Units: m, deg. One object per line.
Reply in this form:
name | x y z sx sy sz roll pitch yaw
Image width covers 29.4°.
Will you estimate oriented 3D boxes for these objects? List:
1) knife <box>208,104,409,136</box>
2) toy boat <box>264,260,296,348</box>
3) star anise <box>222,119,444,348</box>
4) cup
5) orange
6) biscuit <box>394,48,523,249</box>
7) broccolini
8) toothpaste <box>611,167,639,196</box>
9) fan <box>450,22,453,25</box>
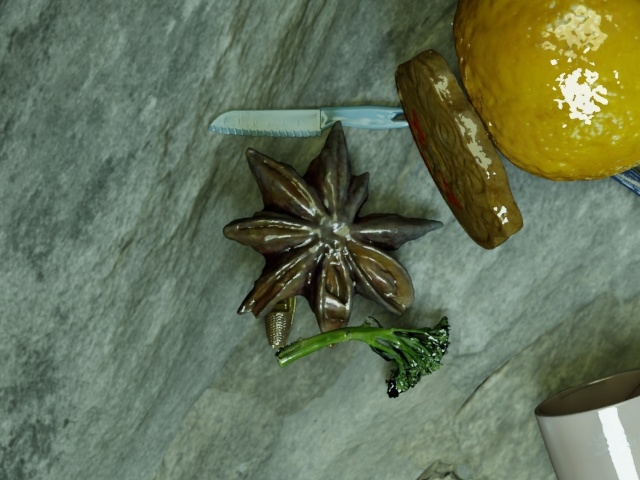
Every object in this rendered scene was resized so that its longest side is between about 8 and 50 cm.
knife | -0.008 -0.170 1.739 0.313 0.019 0.045 0 93 10
toy boat | -0.058 0.079 1.729 0.047 0.049 0.149 1 90 9
star anise | 0.013 -0.013 1.674 0.315 0.108 0.315 2 81 -11
cup | 0.428 0.281 1.608 0.252 0.191 0.200 -19 91 -25
orange | 0.332 -0.244 1.516 0.293 0.340 0.341 -16 88 32
biscuit | 0.173 -0.112 1.591 0.049 0.257 0.273 -29 93 -7
broccolini | 0.053 0.164 1.649 0.271 0.062 0.123 -1 111 -30
toothpaste | 0.425 -0.085 1.672 0.140 0.021 0.037 38 89 8
fan | 0.228 -0.287 1.707 0.060 0.003 0.080 -33 86 7
